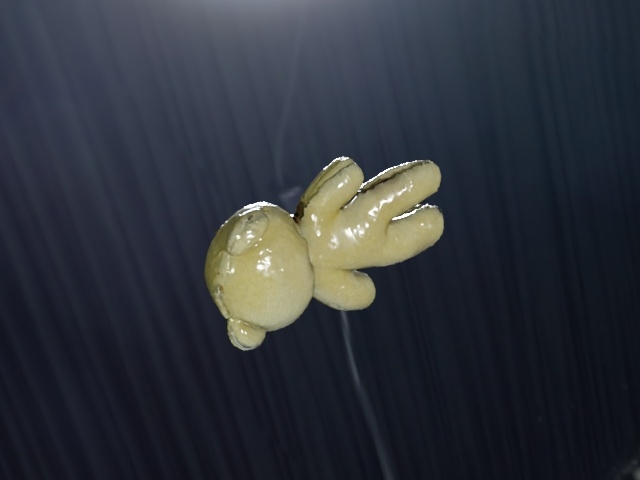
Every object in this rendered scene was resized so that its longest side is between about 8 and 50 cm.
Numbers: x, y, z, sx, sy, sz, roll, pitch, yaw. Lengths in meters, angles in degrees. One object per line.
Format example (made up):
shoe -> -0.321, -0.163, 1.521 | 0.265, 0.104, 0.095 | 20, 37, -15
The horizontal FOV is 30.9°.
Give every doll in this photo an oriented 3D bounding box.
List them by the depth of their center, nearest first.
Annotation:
doll -> 0.004, 0.004, 0.417 | 0.093, 0.061, 0.051 | -11, 29, -7
